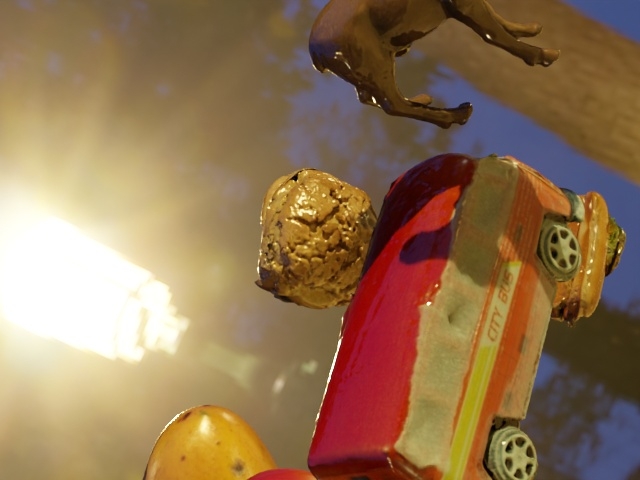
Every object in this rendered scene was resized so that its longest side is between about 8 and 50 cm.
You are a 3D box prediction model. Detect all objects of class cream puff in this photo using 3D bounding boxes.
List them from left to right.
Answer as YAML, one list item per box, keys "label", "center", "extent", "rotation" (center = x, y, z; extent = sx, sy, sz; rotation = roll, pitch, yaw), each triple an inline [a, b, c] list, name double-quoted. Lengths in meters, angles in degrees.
- label: "cream puff"
  center: [0.000, 0.000, 1.546]
  extent: [0.133, 0.104, 0.119]
  rotation: [-21, -68, -69]

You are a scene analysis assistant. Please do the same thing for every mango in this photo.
- label: "mango"
  center: [-0.082, 0.272, 1.585]
  extent: [0.191, 0.160, 0.290]
  rotation: [-91, -8, -53]

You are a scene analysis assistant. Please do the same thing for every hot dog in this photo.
- label: "hot dog"
  center: [0.219, 0.015, 1.496]
  extent: [0.041, 0.056, 0.133]
  rotation: [36, -127, -29]

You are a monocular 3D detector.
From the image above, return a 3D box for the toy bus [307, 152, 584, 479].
- label: "toy bus"
  center: [0.082, 0.060, 1.185]
  extent: [0.120, 0.121, 0.265]
  rotation: [34, -120, -29]

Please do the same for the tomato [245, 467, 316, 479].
- label: "tomato"
  center: [-0.016, 0.255, 1.317]
  extent: [0.187, 0.151, 0.187]
  rotation: [-20, -58, -35]

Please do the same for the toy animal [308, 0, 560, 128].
- label: "toy animal"
  center: [0.077, -0.174, 1.131]
  extent: [0.214, 0.186, 0.093]
  rotation: [-36, 25, 15]
